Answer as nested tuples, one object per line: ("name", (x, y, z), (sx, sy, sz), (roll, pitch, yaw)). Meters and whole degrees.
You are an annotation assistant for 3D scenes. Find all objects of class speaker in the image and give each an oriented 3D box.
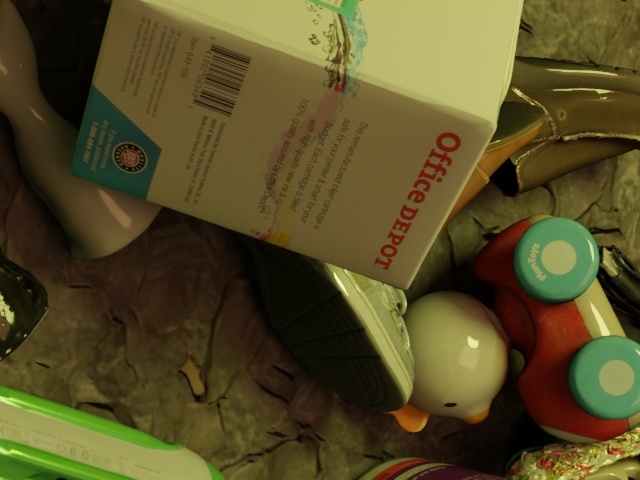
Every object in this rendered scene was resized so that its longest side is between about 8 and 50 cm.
("speaker", (-0.216, 0.182, 1.241), (0.296, 0.131, 0.131), (24, 79, -34))

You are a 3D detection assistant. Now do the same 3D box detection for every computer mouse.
("computer mouse", (0.285, 0.155, 1.628), (0.188, 0.072, 0.272), (45, 68, -29))

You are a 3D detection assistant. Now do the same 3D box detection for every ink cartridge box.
("ink cartridge box", (-0.014, -0.130, 1.208), (0.270, 0.198, 0.197), (20, 48, -5))

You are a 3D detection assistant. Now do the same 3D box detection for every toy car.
("toy car", (0.151, 0.110, 1.476), (0.238, 0.219, 0.210), (-25, 83, 1))

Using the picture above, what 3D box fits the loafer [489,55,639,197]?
("loafer", (0.183, -0.105, 1.520), (0.366, 0.134, 0.130), (5, 95, -26))

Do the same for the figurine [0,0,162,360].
("figurine", (-0.250, -0.048, 1.234), (0.215, 0.092, 0.209), (-44, 112, -26))

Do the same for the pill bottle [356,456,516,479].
("pill bottle", (0.156, 0.292, 1.389), (0.181, 0.323, 0.181), (-2, 93, -35))

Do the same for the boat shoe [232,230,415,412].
("boat shoe", (-0.002, -0.001, 1.390), (0.103, 0.118, 0.320), (-39, 102, -34))

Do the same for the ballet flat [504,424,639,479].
("ballet flat", (0.281, 0.220, 1.537), (0.241, 0.077, 0.091), (-11, 135, -23))

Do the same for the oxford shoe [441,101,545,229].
("oxford shoe", (0.106, -0.054, 1.378), (0.212, 0.076, 0.076), (-31, 125, -27))
